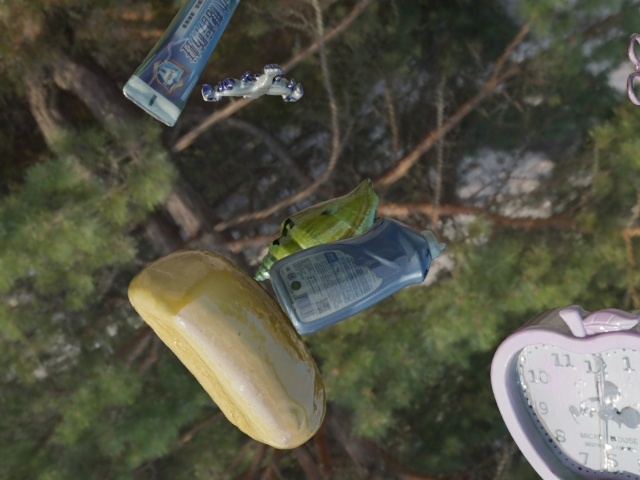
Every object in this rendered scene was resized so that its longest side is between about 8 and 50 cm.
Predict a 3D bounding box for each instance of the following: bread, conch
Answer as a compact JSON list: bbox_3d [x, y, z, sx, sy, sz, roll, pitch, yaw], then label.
[{"bbox_3d":[-0.077,0.094,0.919,0.098,0.217,0.147,-45,-153,-24],"label":"bread"},{"bbox_3d":[-0.003,-0.001,1.335,0.200,0.095,0.079,-30,153,6],"label":"conch"}]

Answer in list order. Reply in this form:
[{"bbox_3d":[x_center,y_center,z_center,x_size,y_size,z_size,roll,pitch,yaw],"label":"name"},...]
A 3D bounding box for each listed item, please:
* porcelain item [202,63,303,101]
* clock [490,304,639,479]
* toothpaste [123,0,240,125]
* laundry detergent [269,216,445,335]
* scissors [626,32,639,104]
[{"bbox_3d":[-0.069,-0.190,1.192,0.136,0.021,0.075,-6,164,-33],"label":"porcelain item"},{"bbox_3d":[0.425,0.233,1.483,0.102,0.338,0.338,-30,167,-46],"label":"clock"},{"bbox_3d":[-0.163,-0.358,1.494,0.098,0.061,0.392,36,76,-34],"label":"toothpaste"},{"bbox_3d":[0.049,0.034,1.163,0.206,0.097,0.061,-21,156,-7],"label":"laundry detergent"},{"bbox_3d":[0.418,-0.203,1.244,0.022,0.085,0.176,-2,176,38],"label":"scissors"}]
